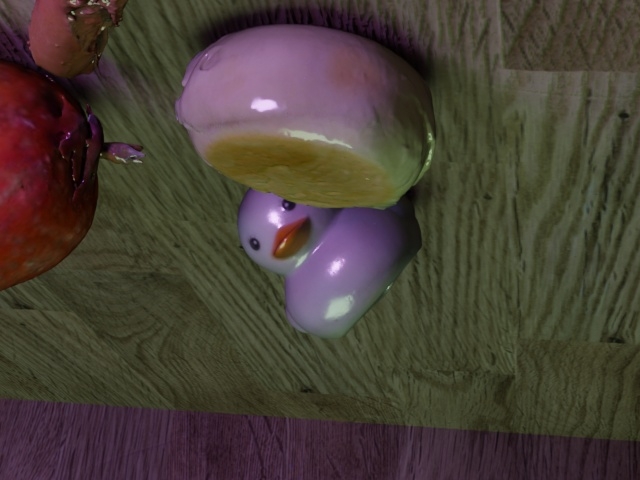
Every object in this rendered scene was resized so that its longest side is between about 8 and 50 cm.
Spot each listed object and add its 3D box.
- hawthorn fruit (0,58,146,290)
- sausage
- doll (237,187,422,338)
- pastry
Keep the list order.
[{"bbox_3d":[-0.337,-0.073,1.554,0.307,0.276,0.276,-13,161,-1],"label":"hawthorn fruit"},{"bbox_3d":[-0.211,-0.220,1.334,0.087,0.079,0.326,-14,171,-26],"label":"sausage"},{"bbox_3d":[0.000,0.000,1.799,0.221,0.221,0.251,1,-172,15],"label":"doll"},{"bbox_3d":[-0.011,-0.121,1.476,0.264,0.133,0.265,6,162,2],"label":"pastry"}]
